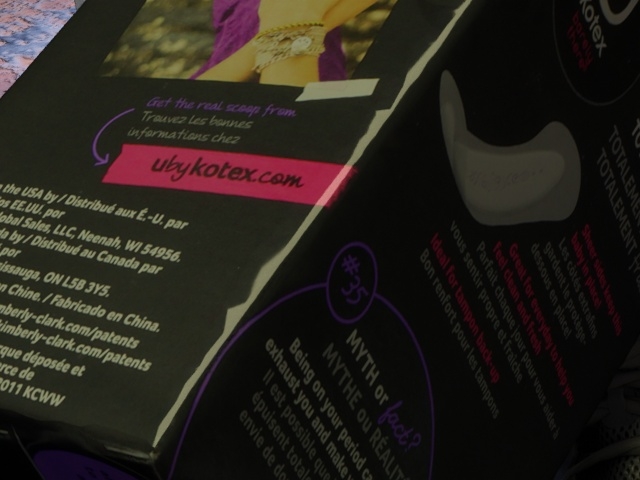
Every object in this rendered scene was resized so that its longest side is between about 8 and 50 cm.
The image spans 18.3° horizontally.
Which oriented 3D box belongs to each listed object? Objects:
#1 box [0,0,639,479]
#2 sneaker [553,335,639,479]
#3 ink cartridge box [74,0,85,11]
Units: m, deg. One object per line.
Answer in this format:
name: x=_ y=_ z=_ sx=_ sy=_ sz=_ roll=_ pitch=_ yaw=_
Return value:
box: x=0.000 y=0.000 z=0.616 sx=0.143 sy=0.165 sz=0.270 roll=12 pitch=53 yaw=36
sneaker: x=0.098 y=0.067 z=0.700 sx=0.086 sy=0.132 sz=0.228 roll=-7 pitch=21 yaw=8
ink cartridge box: x=-0.027 y=-0.093 z=0.962 sx=0.117 sy=0.283 sz=0.207 roll=-4 pitch=22 yaw=14
